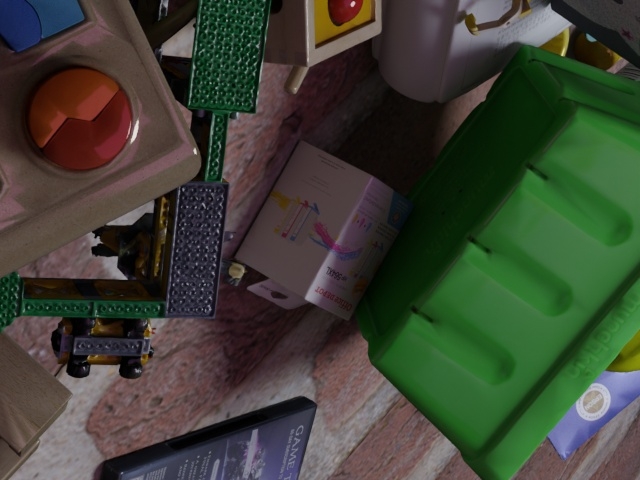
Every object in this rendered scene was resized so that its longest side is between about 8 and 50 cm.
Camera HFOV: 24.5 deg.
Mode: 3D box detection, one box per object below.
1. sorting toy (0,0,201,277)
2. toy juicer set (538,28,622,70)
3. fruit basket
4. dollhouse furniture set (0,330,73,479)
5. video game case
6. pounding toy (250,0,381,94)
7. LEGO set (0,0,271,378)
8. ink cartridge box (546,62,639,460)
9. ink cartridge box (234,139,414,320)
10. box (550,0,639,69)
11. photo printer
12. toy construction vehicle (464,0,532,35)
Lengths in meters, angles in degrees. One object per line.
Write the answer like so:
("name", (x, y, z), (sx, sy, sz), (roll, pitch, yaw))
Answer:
("sorting toy", (-0.244, -0.066, 0.858), (0.307, 0.041, 0.229), (-28, 113, -11))
("toy juicer set", (0.318, -0.270, 1.561), (0.329, 0.089, 0.209), (-55, 146, -10))
("fruit basket", (0.254, 0.039, 1.383), (0.392, 0.283, 0.392), (-4, 117, -7))
("dollhouse furniture set", (-0.286, 0.139, 1.113), (0.144, 0.123, 0.151), (-47, 179, -19))
("video game case", (-0.119, 0.269, 1.436), (0.274, 0.026, 0.196), (-13, 124, -50))
("pounding toy", (0.007, -0.197, 1.158), (0.206, 0.094, 0.181), (-34, 128, -55))
("LEGO set", (-0.168, -0.089, 1.011), (0.255, 0.192, 0.331), (-5, 107, -19))
("ink cartridge box", (0.313, 0.028, 1.589), (0.324, 0.071, 0.330), (-39, 108, -9))
("ink cartridge box", (0.000, 0.000, 1.335), (0.143, 0.090, 0.092), (-61, 147, -1))
("box", (0.315, -0.215, 1.215), (0.142, 0.247, 0.163), (-47, 154, -7))
("photo printer", (0.167, -0.296, 1.281), (0.256, 0.107, 0.307), (-35, 150, -31))
("toy construction vehicle", (0.156, -0.211, 1.198), (0.098, 0.035, 0.086), (-28, 157, 6))
